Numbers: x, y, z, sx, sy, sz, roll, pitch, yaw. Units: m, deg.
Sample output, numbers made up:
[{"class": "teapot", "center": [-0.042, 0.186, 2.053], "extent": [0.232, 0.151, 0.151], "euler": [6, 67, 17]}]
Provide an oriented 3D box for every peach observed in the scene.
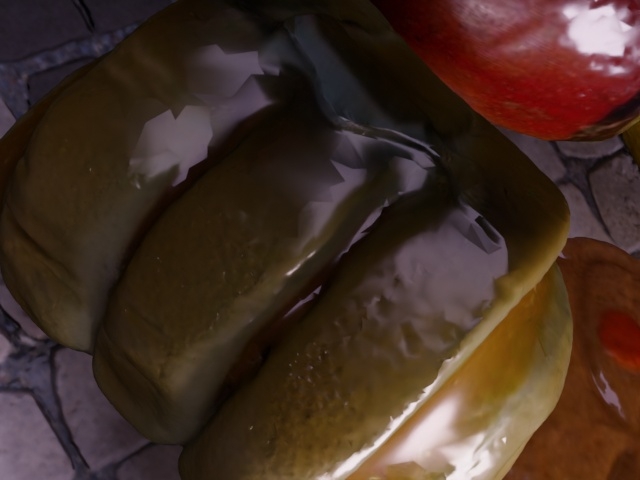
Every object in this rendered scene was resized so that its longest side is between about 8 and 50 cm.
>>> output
[{"class": "peach", "center": [0.138, -0.274, 0.940], "extent": [0.353, 0.339, 0.416], "euler": [-31, 88, -22]}]

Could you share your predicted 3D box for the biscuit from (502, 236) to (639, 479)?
[{"class": "biscuit", "center": [0.228, 0.158, 0.928], "extent": [0.455, 0.078, 0.350], "euler": [17, 50, -21]}]

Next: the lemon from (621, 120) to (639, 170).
[{"class": "lemon", "center": [0.387, -0.146, 1.031], "extent": [0.336, 0.336, 0.336], "euler": [14, 62, -27]}]

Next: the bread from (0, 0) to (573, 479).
[{"class": "bread", "center": [0.000, 0.000, 0.758], "extent": [0.300, 0.210, 0.341], "euler": [-29, 71, -32]}]
